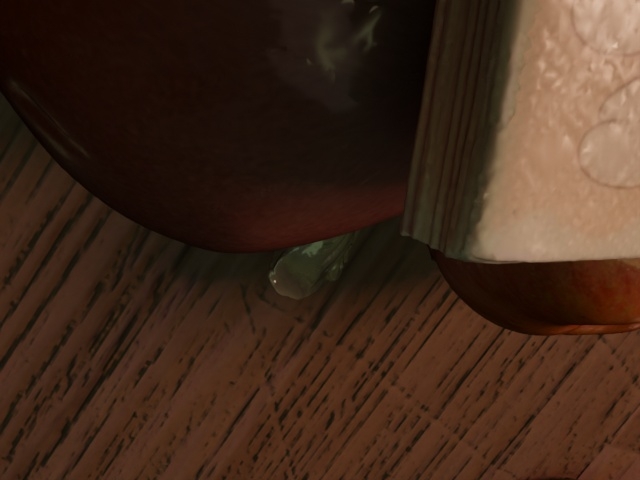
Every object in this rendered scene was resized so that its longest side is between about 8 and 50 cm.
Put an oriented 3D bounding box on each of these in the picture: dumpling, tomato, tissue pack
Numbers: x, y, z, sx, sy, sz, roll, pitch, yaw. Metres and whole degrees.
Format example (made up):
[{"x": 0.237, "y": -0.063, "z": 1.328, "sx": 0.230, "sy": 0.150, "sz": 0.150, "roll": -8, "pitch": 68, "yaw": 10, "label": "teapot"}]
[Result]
[{"x": 0.002, "y": 0.000, "z": 1.075, "sx": 0.057, "sy": 0.076, "sz": 0.052, "roll": 36, "pitch": 134, "yaw": -27, "label": "dumpling"}, {"x": -0.010, "y": -0.144, "z": 0.825, "sx": 0.341, "sy": 0.273, "sz": 0.341, "roll": -13, "pitch": 126, "yaw": -19, "label": "tomato"}, {"x": 0.131, "y": -0.152, "z": 0.684, "sx": 0.170, "sy": 0.071, "sz": 0.325, "roll": -3, "pitch": 109, "yaw": -33, "label": "tissue pack"}]

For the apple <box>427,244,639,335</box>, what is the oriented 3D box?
[{"x": 0.158, "y": -0.026, "z": 1.003, "sx": 0.209, "sy": 0.209, "sz": 0.164, "roll": -16, "pitch": 86, "yaw": -2, "label": "apple"}]

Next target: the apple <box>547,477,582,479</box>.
[{"x": 0.202, "y": 0.337, "z": 1.324, "sx": 0.179, "sy": 0.254, "sz": 0.346, "roll": -43, "pitch": 139, "yaw": -36, "label": "apple"}]
